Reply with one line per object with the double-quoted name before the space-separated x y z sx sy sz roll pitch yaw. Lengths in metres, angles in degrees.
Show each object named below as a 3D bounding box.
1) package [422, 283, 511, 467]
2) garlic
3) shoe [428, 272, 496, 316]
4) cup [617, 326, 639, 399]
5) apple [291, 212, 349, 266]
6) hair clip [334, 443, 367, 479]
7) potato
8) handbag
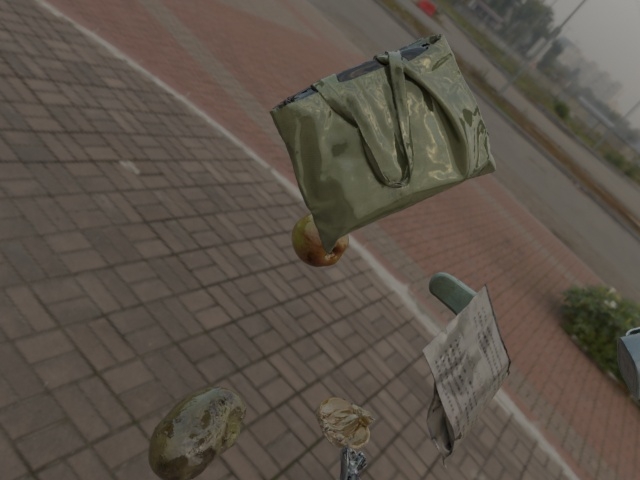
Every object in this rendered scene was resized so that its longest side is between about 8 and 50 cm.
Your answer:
"package" 0.249 0.228 1.156 0.062 0.251 0.204 13 38 36
"garlic" 0.039 0.348 1.303 0.094 0.074 0.113 -24 53 -33
"shoe" 0.334 0.137 1.635 0.195 0.079 0.078 37 18 -14
"cup" 0.555 0.182 1.120 0.128 0.129 0.095 -94 169 -55
"apple" -0.003 0.001 1.540 0.126 0.126 0.102 18 30 -43
"hair clip" 0.028 0.408 1.079 0.049 0.116 0.172 28 52 -7
"potato" -0.291 0.448 1.620 0.262 0.165 0.165 -32 72 -38
"handbag" 0.103 -0.153 1.064 0.109 0.315 0.253 -123 -171 -70
